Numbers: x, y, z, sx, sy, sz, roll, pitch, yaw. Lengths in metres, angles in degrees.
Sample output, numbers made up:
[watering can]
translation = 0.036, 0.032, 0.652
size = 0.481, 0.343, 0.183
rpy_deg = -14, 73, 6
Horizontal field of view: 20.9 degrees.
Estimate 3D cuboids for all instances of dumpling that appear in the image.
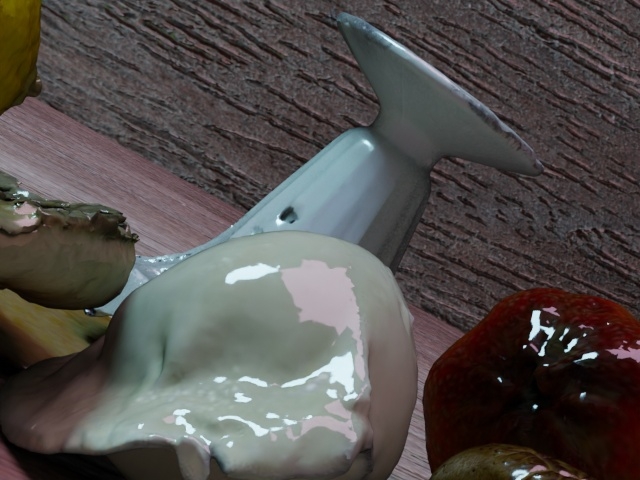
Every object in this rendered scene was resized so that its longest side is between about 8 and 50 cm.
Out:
[dumpling]
translation = -0.041, 0.055, 0.643
size = 0.155, 0.111, 0.181
rpy_deg = 1, -21, -4

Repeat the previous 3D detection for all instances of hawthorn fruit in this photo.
[hawthorn fruit]
translation = 0.141, 0.112, 0.986
size = 0.157, 0.157, 0.194
rpy_deg = 31, -3, 24

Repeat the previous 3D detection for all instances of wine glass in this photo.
[wine glass]
translation = 0.000, 0.000, 0.857
size = 0.165, 0.196, 0.165
rpy_deg = 35, 1, 0

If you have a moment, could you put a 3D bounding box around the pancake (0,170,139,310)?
[pancake]
translation = -0.189, -0.027, 0.641
size = 0.282, 0.049, 0.282
rpy_deg = 19, 2, -1

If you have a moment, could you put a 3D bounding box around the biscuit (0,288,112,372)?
[biscuit]
translation = -0.156, 0.025, 0.811
size = 0.232, 0.013, 0.237
rpy_deg = 31, 1, -7

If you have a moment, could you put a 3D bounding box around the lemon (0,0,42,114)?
[lemon]
translation = -0.264, -0.150, 1.024
size = 0.231, 0.192, 0.192
rpy_deg = 29, 3, -21

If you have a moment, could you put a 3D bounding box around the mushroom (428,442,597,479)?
[mushroom]
translation = 0.093, 0.134, 0.710
size = 0.126, 0.085, 0.109
rpy_deg = 39, 6, 36
